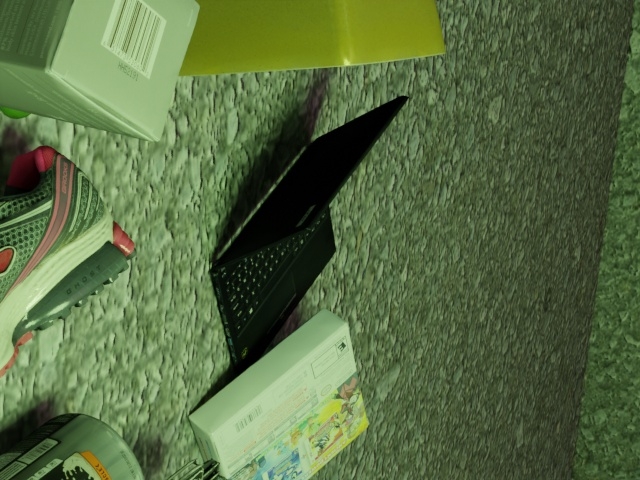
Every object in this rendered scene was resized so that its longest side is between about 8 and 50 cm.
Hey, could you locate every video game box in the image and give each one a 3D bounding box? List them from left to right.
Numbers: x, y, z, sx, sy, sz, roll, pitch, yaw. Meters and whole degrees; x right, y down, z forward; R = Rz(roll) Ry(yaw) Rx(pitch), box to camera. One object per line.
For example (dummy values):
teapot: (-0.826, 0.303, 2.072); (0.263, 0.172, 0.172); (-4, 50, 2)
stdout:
video game box: (-0.041, 0.202, 1.528); (0.205, 0.048, 0.187); (-37, 137, -25)

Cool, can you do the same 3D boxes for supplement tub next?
supplement tub: (-0.240, 0.231, 1.113); (0.190, 0.117, 0.117); (-38, 135, -53)

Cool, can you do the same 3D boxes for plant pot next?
plant pot: (-0.028, -0.249, 1.224); (0.212, 0.212, 0.187); (-21, 109, -60)

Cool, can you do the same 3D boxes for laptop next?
laptop: (0.000, 0.000, 1.470); (0.234, 0.137, 0.264); (-53, 147, -39)

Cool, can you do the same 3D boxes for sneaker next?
sneaker: (-0.268, 0.043, 0.988); (0.299, 0.121, 0.112); (-47, 113, -45)

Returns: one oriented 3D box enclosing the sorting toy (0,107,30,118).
sorting toy: (-0.208, -0.132, 1.077); (0.102, 0.042, 0.061); (-45, 141, -48)

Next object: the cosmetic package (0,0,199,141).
cosmetic package: (-0.211, -0.143, 0.840); (0.127, 0.238, 0.107); (32, 71, -61)

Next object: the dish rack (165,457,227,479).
dish rack: (-0.177, 0.336, 1.309); (0.208, 0.074, 0.271); (-39, 145, -54)
